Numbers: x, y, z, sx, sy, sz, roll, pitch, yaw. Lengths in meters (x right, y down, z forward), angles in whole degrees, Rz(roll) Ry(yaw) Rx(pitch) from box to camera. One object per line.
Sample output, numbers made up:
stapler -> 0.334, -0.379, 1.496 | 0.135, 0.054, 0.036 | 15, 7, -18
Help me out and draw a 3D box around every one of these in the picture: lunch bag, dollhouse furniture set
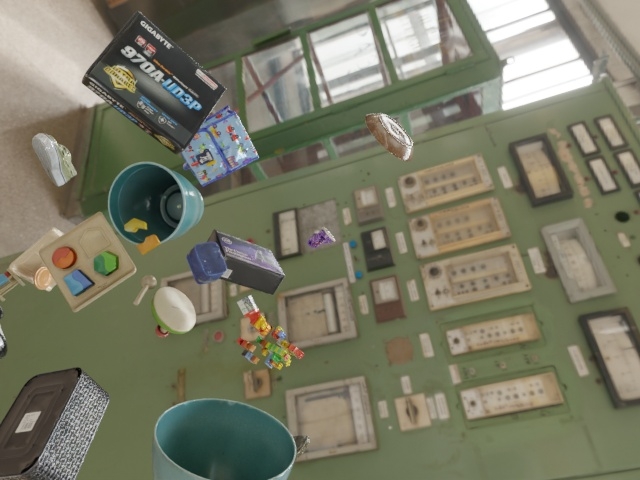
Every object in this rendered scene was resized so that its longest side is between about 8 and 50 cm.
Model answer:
lunch bag -> -0.277, 0.052, 1.137 | 0.067, 0.065, 0.099 | -9, 68, -44
lunch bag -> -0.442, -0.379, 1.959 | 0.138, 0.293, 0.221 | 48, -13, 55
dollhouse furniture set -> -1.096, 0.136, 1.522 | 0.129, 0.183, 0.129 | 35, -29, 20

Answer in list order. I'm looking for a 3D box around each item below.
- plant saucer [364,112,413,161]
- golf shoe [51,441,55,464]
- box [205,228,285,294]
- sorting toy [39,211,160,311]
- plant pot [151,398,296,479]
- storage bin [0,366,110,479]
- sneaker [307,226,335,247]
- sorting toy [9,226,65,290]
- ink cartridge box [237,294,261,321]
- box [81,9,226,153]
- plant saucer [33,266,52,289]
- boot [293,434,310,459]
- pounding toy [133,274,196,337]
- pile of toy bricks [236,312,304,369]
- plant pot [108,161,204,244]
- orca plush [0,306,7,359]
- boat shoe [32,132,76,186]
plant saucer -> 0.223, -0.329, 1.468 | 0.198, 0.036, 0.199 | 31, 34, -24
golf shoe -> -0.813, 0.577, 1.390 | 0.077, 0.094, 0.198 | 7, 45, -55
box -> -0.284, 0.081, 1.756 | 0.261, 0.103, 0.184 | 23, 17, -36
sorting toy -> -0.635, 0.030, 1.368 | 0.229, 0.307, 0.041 | 55, -5, 12
plant pot -> -0.213, 0.490, 0.980 | 0.290, 0.290, 0.196 | -29, 134, -79
storage bin -> -0.444, 0.310, 0.769 | 0.180, 0.121, 0.084 | -85, 157, -50
sneaker -> 0.000, 0.000, 1.761 | 0.068, 0.071, 0.170 | 50, -20, -7
sorting toy -> -0.999, 0.069, 1.754 | 0.038, 0.208, 0.193 | 35, -13, 33
ink cartridge box -> -0.297, 0.294, 1.996 | 0.115, 0.062, 0.029 | 62, 22, 3
box -> -0.324, -0.309, 0.948 | 0.220, 0.051, 0.175 | 39, 68, -28
plant saucer -> -0.999, 0.136, 1.714 | 0.083, 0.013, 0.084 | 2, 90, -77
boot -> -0.156, 0.510, 1.265 | 0.209, 0.189, 0.076 | 52, 19, -2
pounding toy -> -0.569, 0.254, 1.684 | 0.237, 0.110, 0.183 | 43, 23, -24
pile of toy bricks -> -0.118, 0.288, 1.240 | 0.118, 0.105, 0.212 | -55, 140, -22
plant pot -> -0.537, -0.122, 1.646 | 0.255, 0.271, 0.272 | -13, 87, -79
orca plush -> -0.881, 0.178, 1.164 | 0.102, 0.151, 0.287 | -19, -87, 63
boat shoe -> -0.977, -0.309, 1.752 | 0.109, 0.094, 0.302 | 46, -28, 2
